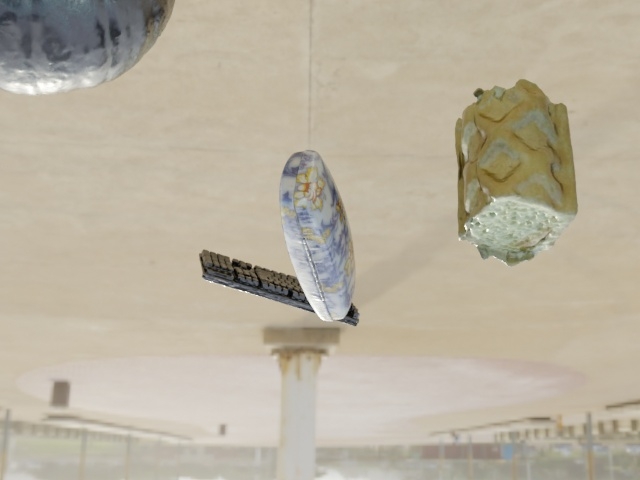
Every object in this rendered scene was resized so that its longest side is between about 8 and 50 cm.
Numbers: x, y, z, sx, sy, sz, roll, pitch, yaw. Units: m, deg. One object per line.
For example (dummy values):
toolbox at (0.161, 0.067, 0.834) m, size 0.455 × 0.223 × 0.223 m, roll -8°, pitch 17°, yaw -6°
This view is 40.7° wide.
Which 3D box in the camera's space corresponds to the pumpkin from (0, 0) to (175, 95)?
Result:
pumpkin at (-0.319, -0.301, 0.989) m, size 0.316 × 0.315 × 0.238 m, roll 3°, pitch 148°, yaw -12°

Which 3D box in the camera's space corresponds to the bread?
bread at (0.333, -0.120, 1.496) m, size 0.196 × 0.252 × 0.238 m, roll 7°, pitch 150°, yaw -3°

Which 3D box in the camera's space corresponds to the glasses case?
glasses case at (0.000, 0.000, 0.971) m, size 0.065 × 0.086 × 0.248 m, roll 3°, pitch 144°, yaw 16°

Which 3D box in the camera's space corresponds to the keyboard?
keyboard at (-0.054, 0.061, 1.170) m, size 0.231 × 0.023 × 0.072 m, roll 19°, pitch -159°, yaw -20°
